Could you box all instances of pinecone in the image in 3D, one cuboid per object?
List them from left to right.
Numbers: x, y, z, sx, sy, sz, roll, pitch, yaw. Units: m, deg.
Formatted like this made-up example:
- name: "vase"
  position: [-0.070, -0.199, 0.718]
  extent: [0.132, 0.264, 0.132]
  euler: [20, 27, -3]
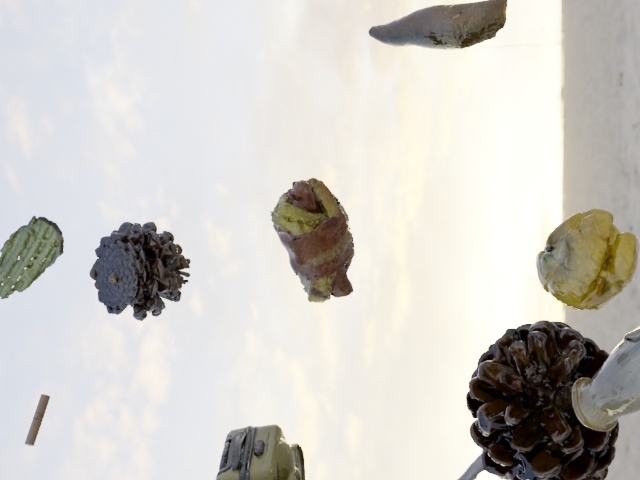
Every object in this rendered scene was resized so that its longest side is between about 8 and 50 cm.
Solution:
- name: "pinecone"
  position: [-0.241, 0.039, 1.356]
  extent: [0.121, 0.140, 0.140]
  euler: [3, -91, -50]
- name: "pinecone"
  position: [0.362, 0.276, 1.636]
  extent: [0.295, 0.242, 0.298]
  euler: [74, -173, -52]

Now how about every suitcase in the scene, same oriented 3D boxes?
- name: "suitcase"
  position: [-0.098, 0.467, 1.822]
  extent: [0.194, 0.143, 0.234]
  euler: [-84, -18, -64]

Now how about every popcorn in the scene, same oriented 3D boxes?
- name: "popcorn"
  position: [0.403, 0.030, 1.492]
  extent: [0.152, 0.167, 0.148]
  euler: [-1, -107, -33]

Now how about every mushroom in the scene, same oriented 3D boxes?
- name: "mushroom"
  position: [0.436, 0.172, 1.343]
  extent: [0.247, 0.096, 0.108]
  euler: [-55, 22, 35]

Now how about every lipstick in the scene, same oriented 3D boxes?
- name: "lipstick"
  position: [-0.514, 0.326, 1.800]
  extent: [0.019, 0.019, 0.094]
  euler: [53, -134, -60]

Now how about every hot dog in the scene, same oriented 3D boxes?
- name: "hot dog"
  position: [0.000, 0.000, 1.591]
  extent: [0.213, 0.103, 0.146]
  euler: [62, -145, -25]

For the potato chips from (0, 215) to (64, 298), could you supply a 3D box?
- name: "potato chips"
  position: [-0.504, 0.039, 1.679]
  extent: [0.092, 0.207, 0.028]
  euler: [31, -155, -27]

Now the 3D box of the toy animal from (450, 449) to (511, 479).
- name: "toy animal"
  position: [0.359, 0.415, 1.926]
  extent: [0.090, 0.324, 0.195]
  euler: [59, -179, 35]

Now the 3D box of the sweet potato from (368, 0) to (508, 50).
- name: "sweet potato"
  position: [0.187, -0.340, 1.602]
  extent: [0.077, 0.244, 0.077]
  euler: [20, -112, -61]
